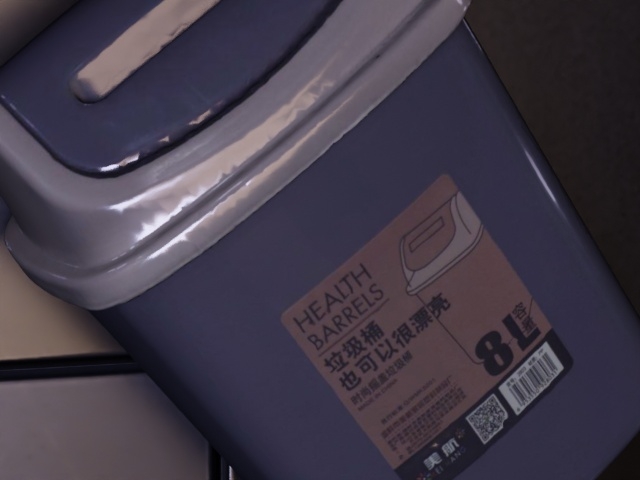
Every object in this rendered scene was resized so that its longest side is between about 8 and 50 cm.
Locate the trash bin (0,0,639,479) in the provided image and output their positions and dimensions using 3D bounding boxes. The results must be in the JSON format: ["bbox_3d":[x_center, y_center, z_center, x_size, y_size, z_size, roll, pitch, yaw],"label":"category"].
[{"bbox_3d":[0.000,0.000,0.835,0.209,0.182,0.290,-42,113,-13],"label":"trash bin"}]
